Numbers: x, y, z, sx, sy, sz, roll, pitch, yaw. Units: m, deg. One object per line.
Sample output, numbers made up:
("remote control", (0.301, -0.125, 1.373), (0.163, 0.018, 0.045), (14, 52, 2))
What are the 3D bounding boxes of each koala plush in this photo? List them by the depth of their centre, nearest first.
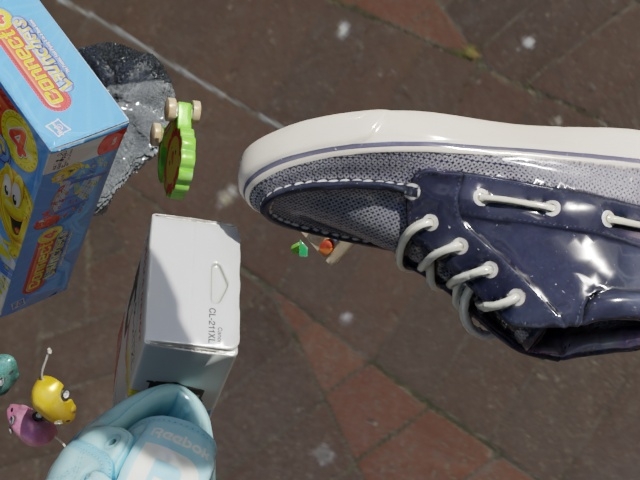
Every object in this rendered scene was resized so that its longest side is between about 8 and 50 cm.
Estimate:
("koala plush", (-0.290, -0.144, 1.428), (0.203, 0.196, 0.221), (-39, 7, -16))

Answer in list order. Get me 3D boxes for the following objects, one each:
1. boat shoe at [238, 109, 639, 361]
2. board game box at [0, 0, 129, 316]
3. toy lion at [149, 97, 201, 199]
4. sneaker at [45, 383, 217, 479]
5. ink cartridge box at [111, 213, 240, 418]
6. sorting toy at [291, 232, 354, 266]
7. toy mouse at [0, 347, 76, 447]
("boat shoe", (0.106, 0.002, 0.835), (0.340, 0.127, 0.158), (0, 64, 2))
("board game box", (-0.343, -0.127, 1.133), (0.308, 0.086, 0.302), (52, 142, 15))
("toy lion", (-0.140, -0.083, 1.090), (0.100, 0.034, 0.096), (141, 131, -62))
("sneaker", (-0.130, 0.181, 0.689), (0.150, 0.135, 0.366), (-61, 12, 9))
("ink cartridge box", (-0.120, 0.082, 0.909), (0.175, 0.072, 0.127), (114, 159, -47))
("sorting toy", (0.000, 0.000, 1.226), (0.062, 0.012, 0.083), (46, 129, 7))
("toy mouse", (-0.319, 0.171, 1.179), (0.143, 0.161, 0.031), (7, 39, 28))
